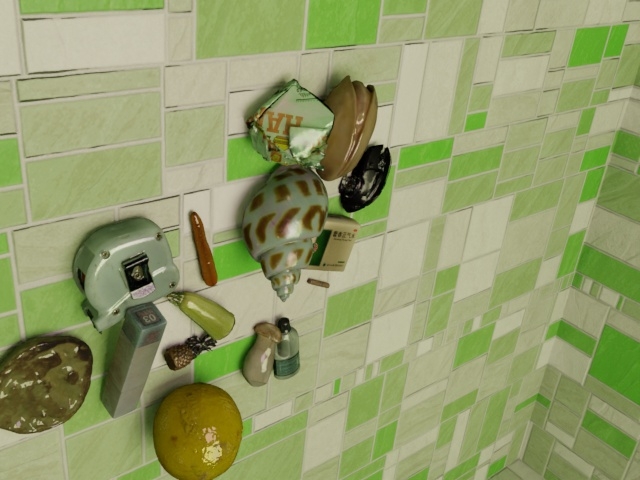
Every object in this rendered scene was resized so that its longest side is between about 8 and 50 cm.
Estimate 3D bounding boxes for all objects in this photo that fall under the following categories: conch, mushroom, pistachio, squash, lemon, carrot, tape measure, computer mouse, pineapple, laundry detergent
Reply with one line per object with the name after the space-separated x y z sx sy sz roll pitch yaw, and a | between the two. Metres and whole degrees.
-0.091 -0.030 1.929 0.250 0.197 0.367 -2 106 -15 | conch
-0.186 0.362 2.186 0.088 0.097 0.212 14 105 -35 | mushroom
0.064 -0.303 1.937 0.162 0.181 0.292 21 99 -24 | pistachio
-0.345 0.197 1.952 0.094 0.094 0.224 -53 132 -3 | squash
-0.352 0.558 2.014 0.258 0.310 0.257 -6 147 -4 | lemon
-0.317 0.026 1.892 0.043 0.043 0.247 -29 130 -27 | carrot
-0.478 0.081 1.714 0.243 0.125 0.246 -31 133 -26 | tape measure
0.148 -0.186 2.166 0.147 0.078 0.241 19 101 -49 | computer mouse
-0.370 0.317 2.011 0.159 0.074 0.074 -25 131 -39 | pineapple
-0.113 0.345 2.261 0.099 0.070 0.225 -21 129 -26 | laundry detergent

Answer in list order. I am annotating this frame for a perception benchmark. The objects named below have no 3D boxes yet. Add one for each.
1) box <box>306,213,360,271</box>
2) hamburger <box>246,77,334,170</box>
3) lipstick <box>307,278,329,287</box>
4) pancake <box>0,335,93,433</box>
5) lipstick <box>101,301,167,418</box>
0.000 0.000 2.133 0.212 0.095 0.168 5 109 -45 | box
-0.066 -0.279 1.825 0.235 0.125 0.214 42 85 -9 | hamburger
-0.006 0.140 2.270 0.094 0.019 0.018 16 103 -47 | lipstick
-0.699 0.357 1.741 0.295 0.049 0.294 -25 133 -29 | pancake
-0.488 0.317 1.809 0.080 0.076 0.371 -18 145 -44 | lipstick
